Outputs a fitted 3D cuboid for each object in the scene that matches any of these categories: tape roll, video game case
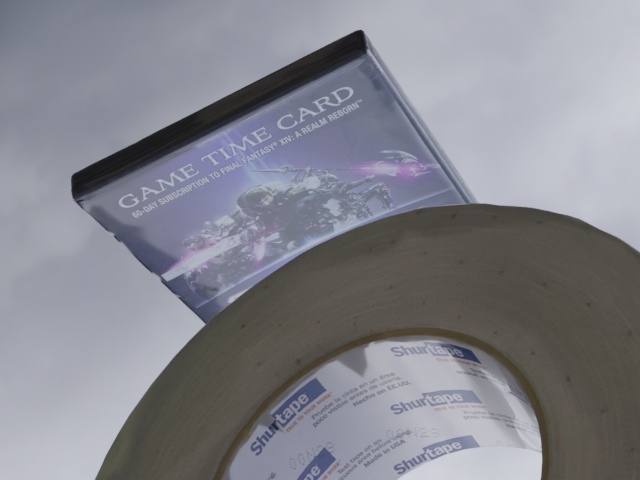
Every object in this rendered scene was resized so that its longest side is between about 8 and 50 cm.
[{"bbox_3d":[0.030,0.094,0.426,0.219,0.072,0.219,-21,-138,20],"label":"tape roll"},{"bbox_3d":[0.000,0.000,0.878,0.196,0.274,0.026,-25,-132,14],"label":"video game case"}]
